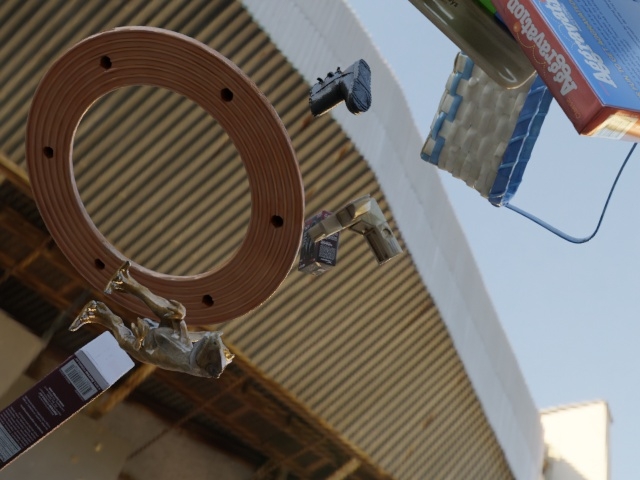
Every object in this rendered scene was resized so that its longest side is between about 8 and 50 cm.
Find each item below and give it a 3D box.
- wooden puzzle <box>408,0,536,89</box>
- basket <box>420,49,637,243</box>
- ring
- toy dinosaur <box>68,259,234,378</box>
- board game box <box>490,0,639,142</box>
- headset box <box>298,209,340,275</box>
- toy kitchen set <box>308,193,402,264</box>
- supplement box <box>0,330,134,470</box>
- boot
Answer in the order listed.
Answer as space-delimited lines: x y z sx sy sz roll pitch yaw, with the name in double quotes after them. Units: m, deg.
0.252 -0.424 1.299 0.322 0.080 0.348 44 -83 5 "wooden puzzle"
0.316 -0.161 1.480 0.289 0.201 0.254 28 -70 17 "basket"
-0.168 -0.063 1.079 0.337 0.032 0.336 10 -62 19 "ring"
-0.116 0.070 0.726 0.112 0.064 0.211 39 -6 -13 "toy dinosaur"
0.160 -0.171 0.668 0.145 0.281 0.027 3 -41 -35 "board game box"
0.000 0.000 1.377 0.032 0.083 0.062 14 -19 -22 "headset box"
0.048 -0.006 1.144 0.068 0.083 0.075 -35 -99 55 "toy kitchen set"
-0.404 0.243 1.502 0.239 0.130 0.073 -37 -88 9 "supplement box"
0.027 -0.216 1.523 0.099 0.121 0.045 -25 -51 30 "boot"
